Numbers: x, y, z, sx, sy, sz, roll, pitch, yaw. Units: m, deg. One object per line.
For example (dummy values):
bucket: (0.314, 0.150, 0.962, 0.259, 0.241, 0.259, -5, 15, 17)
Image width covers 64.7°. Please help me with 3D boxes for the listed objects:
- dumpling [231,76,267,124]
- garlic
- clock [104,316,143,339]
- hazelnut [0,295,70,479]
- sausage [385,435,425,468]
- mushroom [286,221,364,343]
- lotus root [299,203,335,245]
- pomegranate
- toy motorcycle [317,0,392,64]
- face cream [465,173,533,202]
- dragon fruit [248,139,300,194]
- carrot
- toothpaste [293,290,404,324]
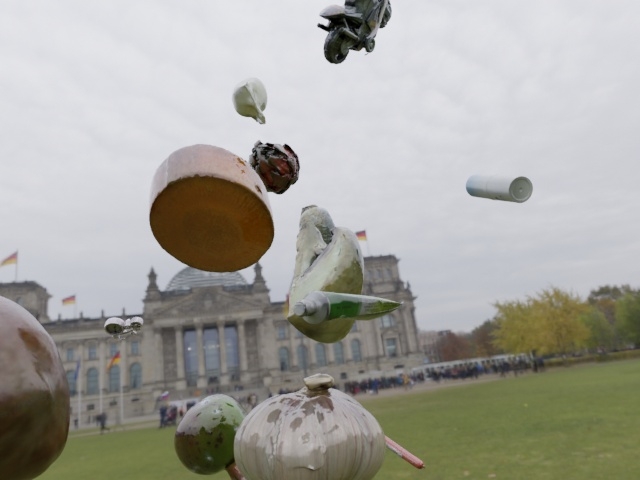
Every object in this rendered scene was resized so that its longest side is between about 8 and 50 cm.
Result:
dumpling: (-0.240, -0.482, 1.774, 0.126, 0.166, 0.216, -33, 20, -33)
garlic: (-0.026, 0.425, 1.054, 0.322, 0.241, 0.322, -26, -21, -11)
clock: (-0.677, 0.301, 1.751, 0.129, 0.041, 0.087, -8, -52, -3)
hazelnut: (-0.616, 0.271, 0.875, 0.366, 0.365, 0.366, -7, -16, -2)
sausage: (0.276, 0.756, 1.837, 0.034, 0.034, 0.253, 9, 10, -45)
mushroom: (0.050, 0.097, 1.230, 0.212, 0.292, 0.217, -40, -58, 21)
lotus root: (0.001, -0.001, 2.267, 0.175, 0.349, 0.175, -16, -7, -2)
pomegranate: (-0.337, 0.686, 1.750, 0.323, 0.290, 0.291, 27, -11, 13)
toy motorcycle: (0.101, -0.601, 1.349, 0.108, 0.307, 0.173, 25, -34, 29)
face cream: (0.523, -0.157, 1.500, 0.077, 0.077, 0.250, -5, 10, -10)
dragon fruit: (-0.156, -0.242, 1.677, 0.189, 0.182, 0.182, 2, -18, -35)
carrot: (-0.219, -0.048, 1.029, 0.259, 0.100, 0.307, 3, -41, 2)
toothpaste: (0.043, 0.105, 0.780, 0.078, 0.046, 0.248, -25, -21, 31)
